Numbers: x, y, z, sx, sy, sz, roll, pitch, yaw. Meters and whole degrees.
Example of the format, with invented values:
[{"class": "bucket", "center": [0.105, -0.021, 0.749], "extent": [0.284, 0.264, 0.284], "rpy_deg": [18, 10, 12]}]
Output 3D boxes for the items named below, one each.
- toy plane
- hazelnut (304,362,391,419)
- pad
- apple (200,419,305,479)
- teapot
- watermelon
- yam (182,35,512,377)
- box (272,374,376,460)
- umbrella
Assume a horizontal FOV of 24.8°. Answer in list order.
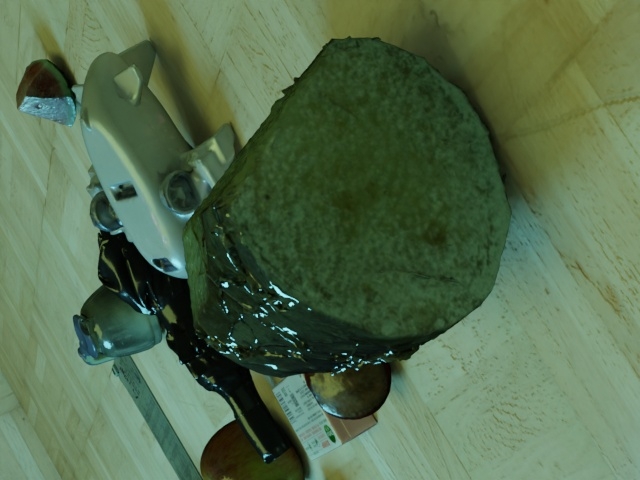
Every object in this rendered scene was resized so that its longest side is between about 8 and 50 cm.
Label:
[{"class": "toy plane", "center": [-0.166, -0.077, 1.465], "extent": [0.244, 0.117, 0.245], "rpy_deg": [27, 135, 30]}, {"class": "hazelnut", "center": [0.025, 0.119, 1.306], "extent": [0.086, 0.086, 0.086], "rpy_deg": [50, 156, 31]}, {"class": "pad", "center": [-0.262, 0.290, 2.307], "extent": [0.265, 0.009, 0.159], "rpy_deg": [57, 159, 12]}, {"class": "apple", "center": [-0.082, 0.268, 1.705], "extent": [0.126, 0.102, 0.126], "rpy_deg": [48, 155, 31]}, {"class": "teapot", "center": [-0.290, 0.113, 2.002], "extent": [0.111, 0.108, 0.149], "rpy_deg": [66, 159, -5]}, {"class": "watermelon", "center": [-0.345, -0.178, 1.825], "extent": [0.092, 0.072, 0.084], "rpy_deg": [63, 178, -16]}, {"class": "yam", "center": [0.005, 0.001, 1.021], "extent": [0.201, 0.202, 0.271], "rpy_deg": [38, 158, -13]}, {"class": "box", "center": [0.002, 0.166, 1.458], "extent": [0.089, 0.043, 0.125], "rpy_deg": [60, 160, 6]}, {"class": "umbrella", "center": [-0.141, 0.104, 1.651], "extent": [0.340, 0.118, 0.118], "rpy_deg": [56, 159, 6]}]
